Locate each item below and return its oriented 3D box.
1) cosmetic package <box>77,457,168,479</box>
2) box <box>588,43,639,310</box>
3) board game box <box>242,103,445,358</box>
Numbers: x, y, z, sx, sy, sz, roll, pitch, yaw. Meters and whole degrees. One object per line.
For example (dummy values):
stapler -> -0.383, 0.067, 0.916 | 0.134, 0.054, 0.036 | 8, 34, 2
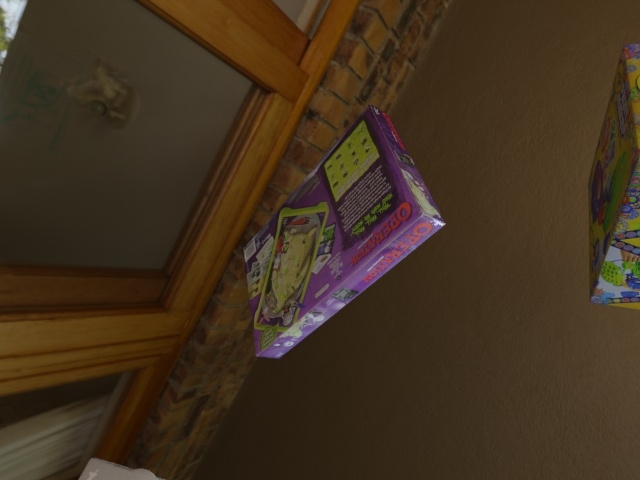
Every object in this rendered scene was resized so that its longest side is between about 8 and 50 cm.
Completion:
cosmetic package -> -0.159, 0.322, 0.439 | 0.127, 0.237, 0.107 | 6, -129, 17
box -> 0.513, -0.090, 0.609 | 0.177, 0.279, 0.289 | 7, -132, 25
board game box -> 0.000, 0.000, 0.611 | 0.347, 0.056, 0.208 | -44, -140, 34
